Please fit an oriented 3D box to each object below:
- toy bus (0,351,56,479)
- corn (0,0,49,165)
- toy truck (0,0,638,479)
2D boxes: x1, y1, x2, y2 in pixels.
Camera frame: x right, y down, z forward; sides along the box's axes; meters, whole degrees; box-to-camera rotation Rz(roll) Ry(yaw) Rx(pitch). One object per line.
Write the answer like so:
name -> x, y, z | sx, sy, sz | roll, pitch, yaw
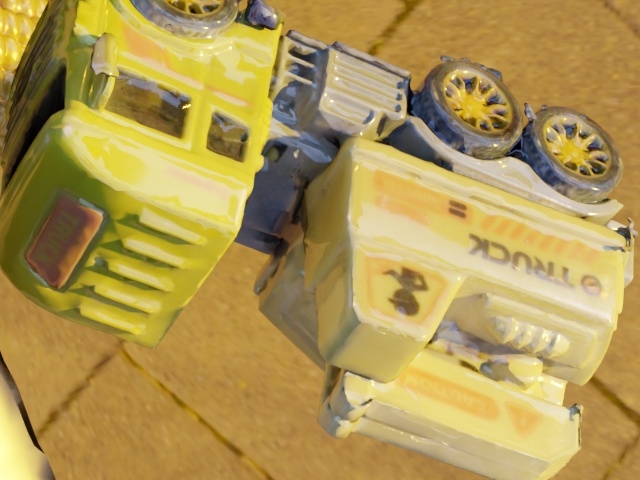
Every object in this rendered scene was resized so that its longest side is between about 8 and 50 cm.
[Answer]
toy bus -> -0.202, 0.081, 0.583 | 0.162, 0.171, 0.386 | -27, 103, -32
corn -> -0.194, -0.079, 0.795 | 0.310, 0.101, 0.101 | -8, 98, -47
toy truck -> 0.000, 0.000, 0.700 | 0.272, 0.124, 0.157 | 22, 46, -16
